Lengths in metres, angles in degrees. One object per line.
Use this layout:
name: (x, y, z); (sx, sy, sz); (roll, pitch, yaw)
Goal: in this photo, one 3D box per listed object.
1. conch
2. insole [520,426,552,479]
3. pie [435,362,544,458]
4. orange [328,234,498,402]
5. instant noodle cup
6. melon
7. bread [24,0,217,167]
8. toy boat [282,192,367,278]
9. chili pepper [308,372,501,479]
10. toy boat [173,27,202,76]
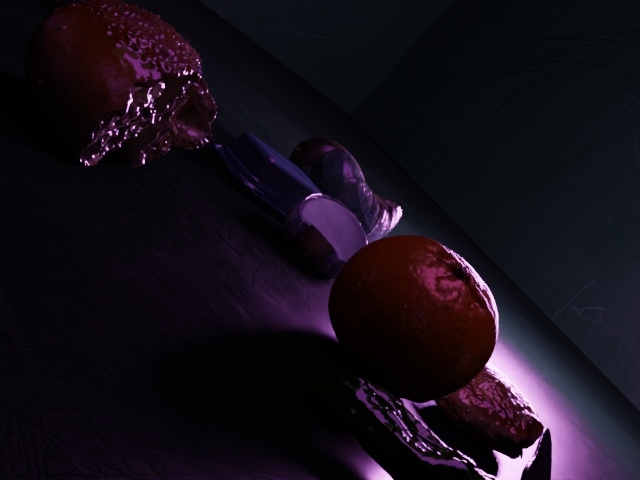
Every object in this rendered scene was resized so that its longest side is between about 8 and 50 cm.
conch: (0.042, -0.073, 2.365); (0.188, 0.122, 0.176); (46, 1, 6)
insole: (0.278, 0.306, 1.741); (0.012, 0.110, 0.309); (4, 5, 16)
pie: (0.222, 0.216, 1.879); (0.179, 0.084, 0.205); (38, 13, -22)
orange: (0.118, 0.095, 1.704); (0.219, 0.193, 0.219); (52, 17, -23)
instant noodle cup: (-0.077, -0.099, 2.147); (0.179, 0.070, 0.157); (34, 11, -38)
melon: (0.009, -0.125, 2.477); (0.167, 0.114, 0.114); (40, 9, -27)
bread: (-0.237, -0.194, 1.587); (0.192, 0.171, 0.314); (48, 9, 12)
toy boat: (0.000, 0.000, 2.045); (0.134, 0.079, 0.208); (44, 20, -1)
chili pepper: (0.099, 0.217, 1.380); (0.257, 0.074, 0.100); (41, 9, 0)
toy boat: (-0.268, -0.284, 2.221); (0.102, 0.088, 0.215); (-6, 37, -29)
